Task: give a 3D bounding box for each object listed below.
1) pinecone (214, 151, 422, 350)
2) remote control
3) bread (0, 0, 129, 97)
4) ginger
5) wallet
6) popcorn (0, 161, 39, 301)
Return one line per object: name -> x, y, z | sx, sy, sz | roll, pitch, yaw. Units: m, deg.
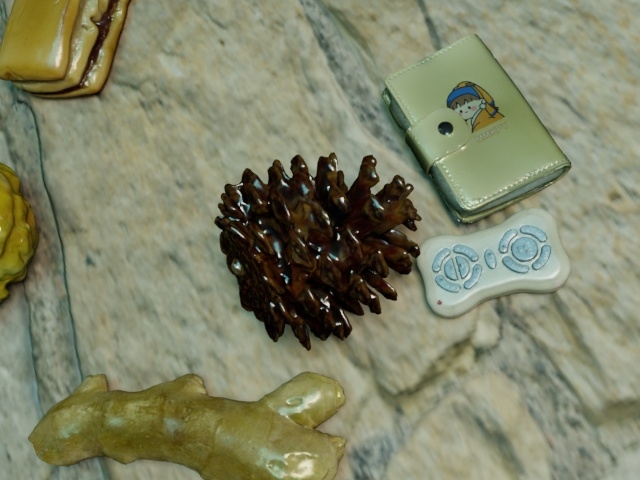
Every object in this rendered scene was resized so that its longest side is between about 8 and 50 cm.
pinecone -> 0.006, -0.001, 0.606 | 0.165, 0.163, 0.163 | -24, 67, -14
remote control -> 0.144, 0.019, 0.618 | 0.122, 0.032, 0.074 | -18, 70, 12
bread -> -0.280, -0.257, 0.811 | 0.116, 0.077, 0.200 | 6, 75, 27
ginger -> -0.123, 0.171, 0.635 | 0.299, 0.065, 0.118 | -2, 60, 15
wallet -> 0.133, -0.099, 0.650 | 0.110, 0.039, 0.155 | -26, 67, -4
popcorn -> -0.381, -0.011, 0.724 | 0.198, 0.155, 0.197 | -1, 85, 10
